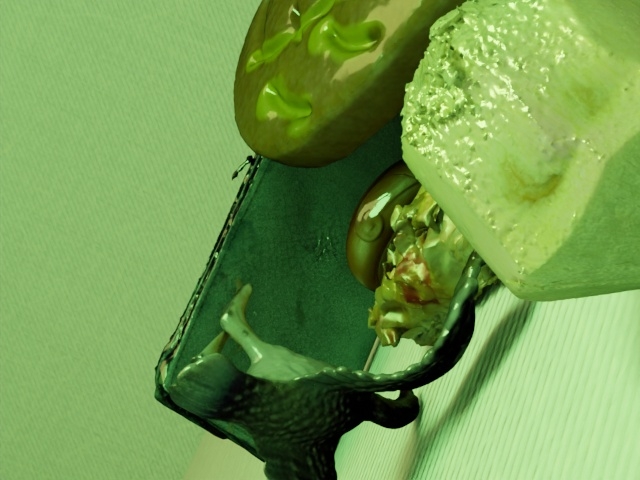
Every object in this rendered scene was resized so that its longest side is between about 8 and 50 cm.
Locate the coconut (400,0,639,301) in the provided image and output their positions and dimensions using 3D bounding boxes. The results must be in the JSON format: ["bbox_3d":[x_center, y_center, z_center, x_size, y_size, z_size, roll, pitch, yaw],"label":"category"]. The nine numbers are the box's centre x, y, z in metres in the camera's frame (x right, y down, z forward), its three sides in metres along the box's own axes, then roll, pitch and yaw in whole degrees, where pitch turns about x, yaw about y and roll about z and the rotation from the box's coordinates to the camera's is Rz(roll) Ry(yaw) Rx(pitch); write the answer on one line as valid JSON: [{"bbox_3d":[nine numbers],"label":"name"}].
[{"bbox_3d":[0.099,-0.034,0.491,0.116,0.122,0.116,-30,-30,-20],"label":"coconut"}]

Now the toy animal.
[{"bbox_3d":[0.007,0.086,0.794,0.273,0.160,0.197,-60,0,18],"label":"toy animal"}]

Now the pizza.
[{"bbox_3d":[0.091,-0.022,0.838,0.288,0.074,0.251,-68,2,-62],"label":"pizza"}]

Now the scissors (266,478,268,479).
[{"bbox_3d":[-0.042,0.228,1.184,0.110,0.021,0.212,24,-97,-61],"label":"scissors"}]

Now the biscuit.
[{"bbox_3d":[0.051,-0.239,0.995,0.394,0.070,0.350,-51,27,26],"label":"biscuit"}]

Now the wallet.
[{"bbox_3d":[0.000,0.000,1.145,0.046,0.190,0.379,-3,57,53],"label":"wallet"}]

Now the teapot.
[{"bbox_3d":[0.076,-0.012,0.991,0.129,0.078,0.098,-51,-35,8],"label":"teapot"}]
